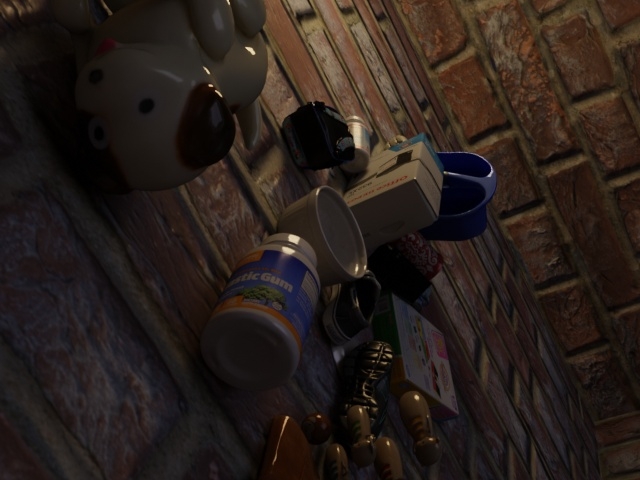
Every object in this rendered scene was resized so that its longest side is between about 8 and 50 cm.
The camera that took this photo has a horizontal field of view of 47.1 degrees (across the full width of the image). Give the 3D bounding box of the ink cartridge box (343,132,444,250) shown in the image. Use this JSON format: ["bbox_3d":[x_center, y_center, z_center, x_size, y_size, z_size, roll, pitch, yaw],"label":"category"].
[{"bbox_3d":[0.188,-0.130,1.896,0.129,0.223,0.307,58,25,-20],"label":"ink cartridge box"}]

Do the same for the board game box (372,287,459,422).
[{"bbox_3d":[0.235,0.291,1.817,0.316,0.064,0.242,41,35,-46],"label":"board game box"}]

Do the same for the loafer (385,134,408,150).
[{"bbox_3d":[0.298,-0.191,2.336,0.111,0.112,0.319,20,50,-49],"label":"loafer"}]

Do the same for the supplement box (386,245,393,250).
[{"bbox_3d":[0.187,0.057,1.953,0.083,0.043,0.055,37,37,-49],"label":"supplement box"}]

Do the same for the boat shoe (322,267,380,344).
[{"bbox_3d":[0.083,0.110,1.588,0.108,0.102,0.301,54,23,-13],"label":"boat shoe"}]

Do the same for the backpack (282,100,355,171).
[{"bbox_3d":[0.007,-0.242,1.741,0.173,0.117,0.158,-10,78,-66],"label":"backpack"}]

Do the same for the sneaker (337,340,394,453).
[{"bbox_3d":[0.088,0.310,1.462,0.267,0.101,0.106,-65,154,-51],"label":"sneaker"}]

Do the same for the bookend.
[{"bbox_3d":[0.172,0.060,1.801,0.156,0.072,0.157,35,9,-49],"label":"bookend"}]

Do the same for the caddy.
[{"bbox_3d":[0.335,-0.137,2.092,0.179,0.341,0.241,62,38,-48],"label":"caddy"}]

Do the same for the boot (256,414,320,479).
[{"bbox_3d":[-0.040,0.440,1.105,0.264,0.096,0.280,61,12,-10],"label":"boot"}]

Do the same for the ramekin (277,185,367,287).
[{"bbox_3d":[0.000,0.000,1.516,0.207,0.109,0.207,48,29,-38],"label":"ramekin"}]

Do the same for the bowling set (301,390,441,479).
[{"bbox_3d":[0.060,0.384,1.243,0.200,0.287,0.154,14,24,-13],"label":"bowling set"}]

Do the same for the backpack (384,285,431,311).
[{"bbox_3d":[0.229,0.139,1.901,0.114,0.105,0.084,38,59,-51],"label":"backpack"}]

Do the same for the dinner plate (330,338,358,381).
[{"bbox_3d":[0.063,0.244,1.550,0.141,0.017,0.141,48,30,-40],"label":"dinner plate"}]

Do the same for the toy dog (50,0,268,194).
[{"bbox_3d":[-0.232,-0.240,1.091,0.408,0.285,0.395,-80,159,-50],"label":"toy dog"}]

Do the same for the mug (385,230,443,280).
[{"bbox_3d":[0.242,0.025,2.064,0.169,0.150,0.113,48,66,-30],"label":"mug"}]

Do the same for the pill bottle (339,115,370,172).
[{"bbox_3d":[0.090,-0.262,1.978,0.087,0.087,0.160,49,29,-36],"label":"pill bottle"}]

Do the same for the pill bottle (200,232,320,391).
[{"bbox_3d":[-0.084,0.101,1.186,0.152,0.152,0.272,57,24,-22],"label":"pill bottle"}]
